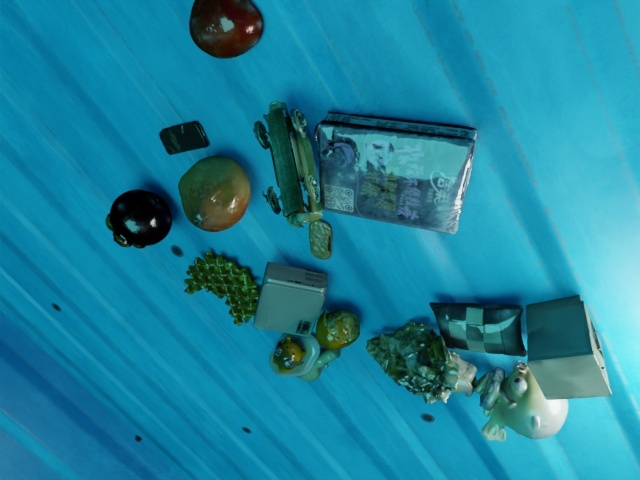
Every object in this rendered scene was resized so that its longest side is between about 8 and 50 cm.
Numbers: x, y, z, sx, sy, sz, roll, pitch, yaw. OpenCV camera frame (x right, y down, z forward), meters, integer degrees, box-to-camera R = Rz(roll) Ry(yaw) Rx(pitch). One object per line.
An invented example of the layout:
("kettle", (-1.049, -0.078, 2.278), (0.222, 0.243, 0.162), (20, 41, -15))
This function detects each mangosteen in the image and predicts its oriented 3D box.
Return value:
("mangosteen", (-0.597, -0.058, 1.423), (0.230, 0.194, 0.194), (-36, 107, 10))

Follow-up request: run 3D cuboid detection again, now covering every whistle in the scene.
("whistle", (-0.025, 0.460, 1.646), (0.126, 0.067, 0.258), (47, 126, -9))

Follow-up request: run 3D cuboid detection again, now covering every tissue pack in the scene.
("tissue pack", (0.172, -0.160, 1.063), (0.362, 0.122, 0.259), (10, 130, 15))

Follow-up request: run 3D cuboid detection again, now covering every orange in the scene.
("orange", (0.054, 0.282, 1.425), (0.134, 0.157, 0.156), (50, 136, 23))

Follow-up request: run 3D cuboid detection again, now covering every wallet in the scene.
("wallet", (-0.399, -0.297, 1.278), (0.157, 0.018, 0.082), (-3, 123, 27))

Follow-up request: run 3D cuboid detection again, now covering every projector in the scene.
("projector", (-0.100, 0.193, 1.427), (0.198, 0.108, 0.250), (12, 130, -8))

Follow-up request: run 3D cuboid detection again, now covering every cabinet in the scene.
("cabinet", (0.625, 0.270, 1.119), (0.150, 0.206, 0.145), (-20, 115, 34))

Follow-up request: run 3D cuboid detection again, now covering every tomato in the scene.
("tomato", (-0.234, -0.493, 1.015), (0.166, 0.082, 0.174), (44, 128, -12))

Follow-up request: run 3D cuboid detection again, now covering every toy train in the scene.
("toy train", (-0.056, -0.175, 1.048), (0.126, 0.189, 0.307), (-16, 79, 23))

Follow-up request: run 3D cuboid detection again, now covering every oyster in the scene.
("oyster", (0.277, 0.366, 1.336), (0.351, 0.115, 0.237), (14, 103, 50))

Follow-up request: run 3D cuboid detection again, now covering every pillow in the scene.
("pillow", (0.446, 0.247, 1.250), (0.250, 0.106, 0.186), (0, 124, 29))

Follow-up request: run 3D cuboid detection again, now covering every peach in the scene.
("peach", (-0.303, -0.122, 1.230), (0.233, 0.232, 0.232), (12, 128, 16))

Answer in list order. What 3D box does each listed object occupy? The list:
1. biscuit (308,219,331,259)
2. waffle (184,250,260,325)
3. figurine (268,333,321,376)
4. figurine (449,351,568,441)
("biscuit", (0.000, 0.000, 1.322), (0.071, 0.018, 0.147), (12, 130, 19))
("waffle", (-0.337, 0.161, 1.563), (0.293, 0.069, 0.259), (34, 127, -3))
("figurine", (-0.129, 0.434, 1.582), (0.166, 0.141, 0.250), (50, 119, 13))
("figurine", (0.508, 0.468, 1.324), (0.394, 0.227, 0.274), (19, 104, 23))
